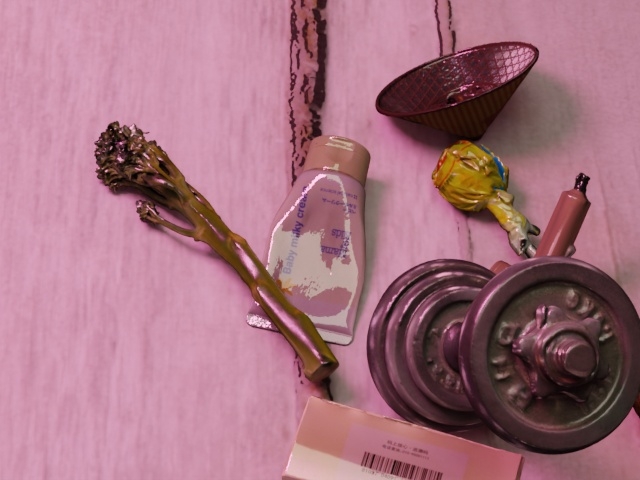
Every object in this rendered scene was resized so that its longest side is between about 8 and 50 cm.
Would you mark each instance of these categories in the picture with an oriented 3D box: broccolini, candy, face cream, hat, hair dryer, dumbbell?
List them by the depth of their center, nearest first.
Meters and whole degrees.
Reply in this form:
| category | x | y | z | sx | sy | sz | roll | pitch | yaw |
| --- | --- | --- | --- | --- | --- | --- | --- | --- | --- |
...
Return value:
| category | x | y | z | sx | sy | sz | roll | pitch | yaw |
| --- | --- | --- | --- | --- | --- | --- | --- | --- | --- |
| dumbbell | 0.167 | 0.104 | 1.834 | 0.179 | 0.406 | 0.179 | 0 | 89 | -16 |
| hair dryer | 0.245 | 0.016 | 2.024 | 0.117 | 0.064 | 0.181 | 25 | 98 | 18 |
| broccolini | -0.121 | 0.016 | 2.054 | 0.079 | 0.074 | 0.392 | -2 | 43 | -47 |
| face cream | 0.000 | 0.000 | 2.081 | 0.114 | 0.070 | 0.224 | 11 | 64 | 5 |
| candy | 0.217 | -0.005 | 2.094 | 0.077 | 0.073 | 0.262 | -14 | 59 | -46 |
| hat | 0.163 | -0.150 | 2.184 | 0.193 | 0.082 | 0.193 | -17 | 21 | 7 |

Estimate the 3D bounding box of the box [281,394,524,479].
| category | x | y | z | sx | sy | sz | roll | pitch | yaw |
| --- | --- | --- | --- | --- | --- | --- | --- | --- | --- |
| box | 0.074 | 0.247 | 1.836 | 0.212 | 0.168 | 0.095 | 15 | 55 | 8 |

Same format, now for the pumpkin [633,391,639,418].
| category | x | y | z | sx | sy | sz | roll | pitch | yaw |
| --- | --- | --- | --- | --- | --- | --- | --- | --- | --- |
| pumpkin | 0.424 | 0.129 | 1.945 | 0.219 | 0.162 | 0.219 | 0 | 50 | 0 |
